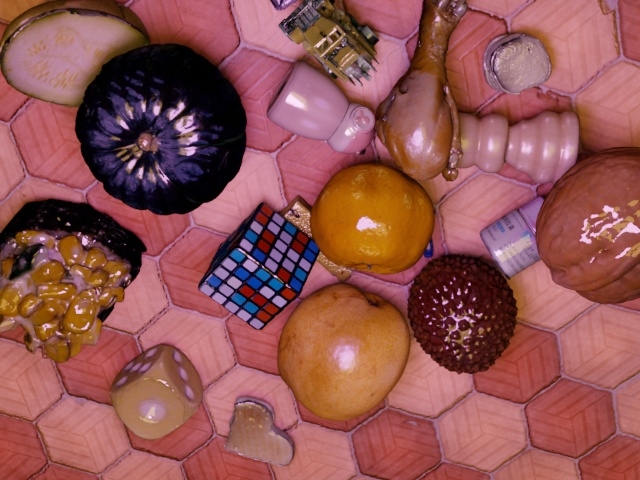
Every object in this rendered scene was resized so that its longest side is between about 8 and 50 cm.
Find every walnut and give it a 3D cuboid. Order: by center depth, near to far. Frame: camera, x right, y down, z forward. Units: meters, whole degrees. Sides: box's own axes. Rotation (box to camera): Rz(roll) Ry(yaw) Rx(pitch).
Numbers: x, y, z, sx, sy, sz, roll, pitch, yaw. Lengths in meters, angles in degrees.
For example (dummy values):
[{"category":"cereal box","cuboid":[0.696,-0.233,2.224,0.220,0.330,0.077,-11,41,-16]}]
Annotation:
[{"category":"walnut","cuboid":[0.600,-0.024,1.648,0.333,0.333,0.332,0,111,1]}]

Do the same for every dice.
[{"category":"dice","cuboid":[-0.402,0.371,1.991,0.169,0.169,0.166,-31,108,11]}]

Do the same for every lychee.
[{"category":"lychee","cuboid":[0.322,0.175,1.853,0.268,0.267,0.267,0,111,1]}]

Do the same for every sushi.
[{"category":"sushi","cuboid":[-0.604,0.087,1.828,0.329,0.285,0.328,43,106,-12]}]

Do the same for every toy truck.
[{"category":"toy truck","cuboid":[0.038,-0.402,1.652,0.128,0.135,0.260,-41,146,14]}]

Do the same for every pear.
[{"category":"pear","cuboid":[0.051,0.255,1.876,0.315,0.314,0.314,0,111,1]}]

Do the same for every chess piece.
[{"category":"chess piece","cuboid":[0.403,-0.211,1.780,0.300,0.167,0.166,5,111,6]}]

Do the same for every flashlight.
[{"category":"flashlight","cuboid":[0.249,-0.015,1.905,0.057,0.035,0.121,-8,110,3]}]

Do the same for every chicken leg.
[{"category":"chicken leg","cuboid":[0.228,-0.340,1.695,0.202,0.153,0.428,12,92,39]}]

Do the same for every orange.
[{"category":"orange","cuboid":[0.114,-0.048,1.776,0.279,0.279,0.235,9,75,-2]}]

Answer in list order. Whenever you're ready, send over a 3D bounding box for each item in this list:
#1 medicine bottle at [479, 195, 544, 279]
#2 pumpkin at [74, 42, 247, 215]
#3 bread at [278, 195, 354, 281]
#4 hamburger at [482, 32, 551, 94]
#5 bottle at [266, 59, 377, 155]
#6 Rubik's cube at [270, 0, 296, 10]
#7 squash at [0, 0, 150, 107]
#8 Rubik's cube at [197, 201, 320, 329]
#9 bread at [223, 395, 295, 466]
[{"category":"medicine bottle","cuboid":[0.468,-0.008,1.853,0.169,0.135,0.135,-32,107,12]},{"category":"pumpkin","cuboid":[-0.337,-0.233,1.713,0.364,0.266,0.363,2,115,4]},{"category":"bread","cuboid":[0.000,0.000,1.908,0.226,0.049,0.088,41,106,-14]},{"category":"hamburger","cuboid":[0.425,-0.384,1.750,0.140,0.062,0.133,-11,111,3]},{"category":"bottle","cuboid":[0.015,-0.273,1.756,0.237,0.147,0.147,29,108,-13]},{"category":"Rubik's cube","cuboid":[-0.048,-0.622,1.565,0.260,0.254,0.259,-35,105,14]},{"category":"squash","cuboid":[-0.509,-0.384,1.634,0.210,0.309,0.233,41,106,-13]},{"category":"Rubik's cube","cuboid":[-0.137,0.060,1.838,0.187,0.184,0.182,37,128,-13]},{"category":"bread","cuboid":[-0.171,0.505,2.094,0.173,0.064,0.232,-30,106,12]}]
